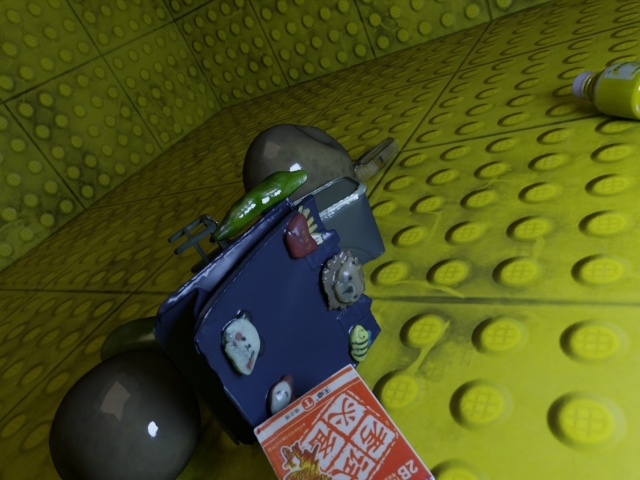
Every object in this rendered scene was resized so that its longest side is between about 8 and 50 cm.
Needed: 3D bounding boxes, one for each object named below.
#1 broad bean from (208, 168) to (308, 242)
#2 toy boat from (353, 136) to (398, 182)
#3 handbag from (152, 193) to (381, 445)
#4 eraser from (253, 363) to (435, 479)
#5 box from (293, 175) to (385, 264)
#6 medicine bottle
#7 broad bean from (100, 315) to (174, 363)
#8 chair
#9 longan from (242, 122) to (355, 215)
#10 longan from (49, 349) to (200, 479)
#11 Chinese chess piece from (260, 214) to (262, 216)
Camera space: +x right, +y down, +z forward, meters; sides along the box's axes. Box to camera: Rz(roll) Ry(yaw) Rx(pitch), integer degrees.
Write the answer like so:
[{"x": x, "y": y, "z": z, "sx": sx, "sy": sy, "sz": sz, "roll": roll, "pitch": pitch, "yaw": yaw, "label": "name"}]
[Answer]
[{"x": -0.094, "y": -0.062, "z": 0.736, "sx": 0.195, "sy": 0.046, "sz": 0.061, "roll": -40, "pitch": 9, "yaw": -17, "label": "broad bean"}, {"x": 0.160, "y": -0.249, "z": 1.457, "sx": 0.088, "sy": 0.068, "sz": 0.226, "roll": -2, "pitch": 36, "yaw": 49, "label": "toy boat"}, {"x": -0.048, "y": 0.128, "z": 0.740, "sx": 0.122, "sy": 0.303, "sz": 0.329, "roll": 4, "pitch": 39, "yaw": 44, "label": "handbag"}, {"x": 0.039, "y": 0.286, "z": 0.581, "sx": 0.157, "sy": 0.038, "sz": 0.230, "roll": -31, "pitch": 52, "yaw": -13, "label": "eraser"}, {"x": 0.000, "y": 0.000, "z": 1.050, "sx": 0.274, "sy": 0.178, "sz": 0.138, "roll": -30, "pitch": 27, "yaw": -5, "label": "box"}, {"x": 0.695, "y": -0.355, "z": 1.111, "sx": 0.122, "sy": 0.121, "sz": 0.212, "roll": -29, "pitch": 28, "yaw": -4, "label": "medicine bottle"}, {"x": -0.291, "y": 0.203, "z": 0.960, "sx": 0.291, "sy": 0.119, "sz": 0.238, "roll": -13, "pitch": -9, "yaw": 3, "label": "broad bean"}, {"x": -0.276, "y": -0.012, "z": 1.350, "sx": 0.270, "sy": 0.147, "sz": 0.136, "roll": -35, "pitch": 28, "yaw": -11, "label": "chair"}, {"x": -0.058, "y": -0.156, "z": 1.216, "sx": 0.288, "sy": 0.288, "sz": 0.350, "roll": -12, "pitch": -8, "yaw": 27, "label": "longan"}, {"x": -0.309, "y": 0.301, "z": 0.765, "sx": 0.246, "sy": 0.215, "sz": 0.246, "roll": -40, "pitch": 37, "yaw": 38, "label": "longan"}, {"x": -0.133, "y": -0.122, "z": 1.505, "sx": 0.144, "sy": 0.058, "sz": 0.144, "roll": -22, "pitch": 28, "yaw": 12, "label": "Chinese chess piece"}]
